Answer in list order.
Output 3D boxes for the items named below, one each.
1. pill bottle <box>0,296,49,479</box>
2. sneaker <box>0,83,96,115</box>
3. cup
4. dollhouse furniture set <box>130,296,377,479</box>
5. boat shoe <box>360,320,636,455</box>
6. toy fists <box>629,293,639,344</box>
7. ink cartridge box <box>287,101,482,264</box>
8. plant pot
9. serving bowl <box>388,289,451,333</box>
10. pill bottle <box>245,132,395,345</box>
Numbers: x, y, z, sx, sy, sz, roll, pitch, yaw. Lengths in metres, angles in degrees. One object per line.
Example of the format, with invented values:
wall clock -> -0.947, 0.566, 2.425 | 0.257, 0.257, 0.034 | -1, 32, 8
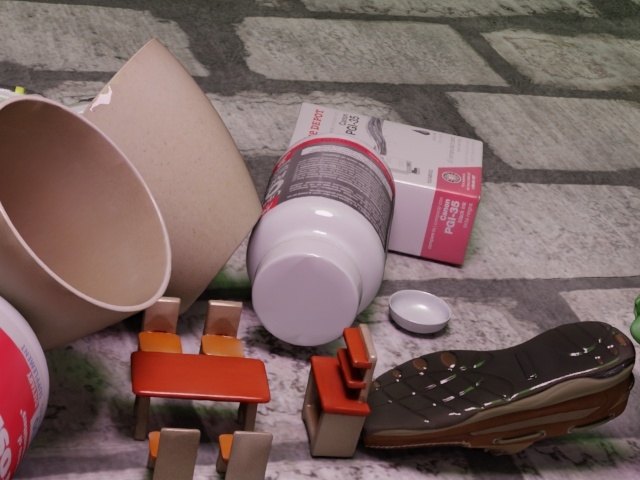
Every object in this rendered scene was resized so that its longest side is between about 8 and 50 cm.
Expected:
pill bottle -> -0.403, 0.213, 1.318 | 0.229, 0.229, 0.408 | 13, 29, 2
sneaker -> -0.332, -0.112, 2.073 | 0.384, 0.145, 0.147 | 2, 50, -13
cup -> -0.212, -0.046, 1.827 | 0.237, 0.331, 0.331 | 38, 28, -6
dollhouse furniture set -> -0.080, 0.155, 1.645 | 0.259, 0.135, 0.262 | 5, 29, -13
boat shoe -> 0.205, 0.193, 1.702 | 0.324, 0.120, 0.123 | -12, 34, 2
toy fists -> 0.430, 0.181, 1.697 | 0.096, 0.279, 0.142 | -24, 15, 8
ink cartridge box -> 0.084, -0.085, 2.164 | 0.283, 0.117, 0.207 | 12, 28, 0
plant pot -> -0.343, 0.028, 1.585 | 0.256, 0.274, 0.256 | 39, 31, -30
serving bowl -> 0.127, 0.097, 1.944 | 0.083, 0.027, 0.083 | 9, 29, -5
pill bottle -> 0.000, 0.000, 1.916 | 0.176, 0.176, 0.318 | 12, 28, 1
